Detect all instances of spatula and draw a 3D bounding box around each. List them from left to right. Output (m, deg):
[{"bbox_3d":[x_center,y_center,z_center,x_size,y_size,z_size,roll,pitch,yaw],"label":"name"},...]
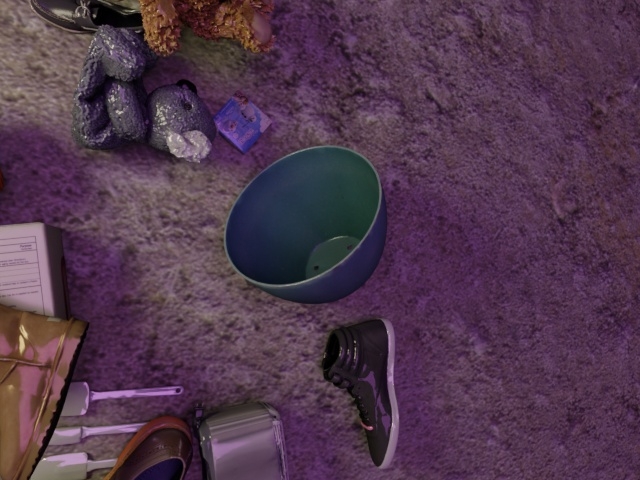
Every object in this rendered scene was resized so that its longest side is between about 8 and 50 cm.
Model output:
[{"bbox_3d":[-0.363,0.327,0.791,0.241,0.019,0.169,3,86,-20],"label":"spatula"}]

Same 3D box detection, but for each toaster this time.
[{"bbox_3d":[-0.144,0.387,0.815,0.146,0.129,0.227,-6,88,-25],"label":"toaster"}]

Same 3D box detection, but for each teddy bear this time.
[{"bbox_3d":[-0.225,-0.409,0.739,0.337,0.113,0.246,-12,88,-30],"label":"teddy bear"}]

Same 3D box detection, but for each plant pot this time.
[{"bbox_3d":[0.000,0.000,0.831,0.290,0.290,0.195,-53,140,-15],"label":"plant pot"}]

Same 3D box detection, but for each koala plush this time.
[{"bbox_3d":[-0.278,-0.212,0.766,0.221,0.196,0.204,23,108,-21],"label":"koala plush"}]

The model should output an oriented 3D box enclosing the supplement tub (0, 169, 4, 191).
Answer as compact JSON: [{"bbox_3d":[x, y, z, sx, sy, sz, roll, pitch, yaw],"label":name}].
[{"bbox_3d":[-0.646,-0.088,0.603,0.337,0.207,0.207,-22,95,-20],"label":"supplement tub"}]

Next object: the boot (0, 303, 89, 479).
[{"bbox_3d":[-0.476,0.178,0.589,0.269,0.089,0.237,17,72,-17],"label":"boot"}]

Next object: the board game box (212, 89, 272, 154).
[{"bbox_3d":[-0.157,-0.232,0.893,0.090,0.020,0.090,41,75,-16],"label":"board game box"}]

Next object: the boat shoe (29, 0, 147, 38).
[{"bbox_3d":[-0.392,-0.399,0.788,0.205,0.065,0.075,10,84,-20],"label":"boat shoe"}]

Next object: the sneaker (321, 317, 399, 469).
[{"bbox_3d":[0.073,0.307,0.916,0.146,0.104,0.296,2,81,-19],"label":"sneaker"}]

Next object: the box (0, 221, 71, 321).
[{"bbox_3d":[-0.479,0.097,0.699,0.148,0.126,0.233,-6,90,-19],"label":"box"}]

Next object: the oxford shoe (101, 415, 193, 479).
[{"bbox_3d":[-0.340,0.466,0.727,0.129,0.132,0.364,36,80,-19],"label":"oxford shoe"}]
